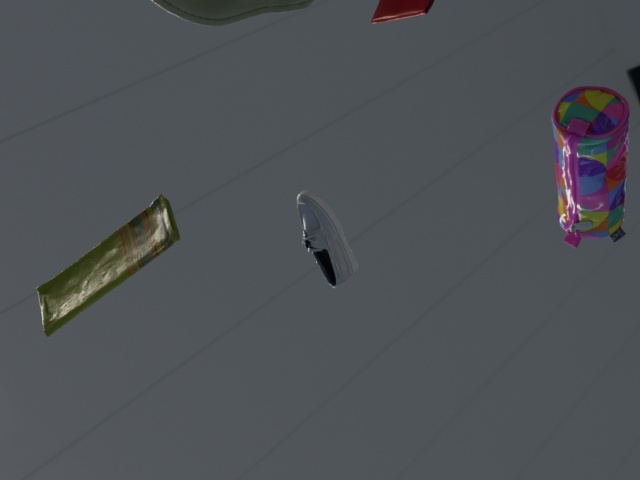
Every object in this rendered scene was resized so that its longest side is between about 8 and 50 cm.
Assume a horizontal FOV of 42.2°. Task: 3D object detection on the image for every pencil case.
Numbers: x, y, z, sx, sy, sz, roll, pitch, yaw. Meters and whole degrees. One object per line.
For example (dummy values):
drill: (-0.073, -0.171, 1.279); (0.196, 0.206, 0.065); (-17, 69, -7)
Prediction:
pencil case: (0.364, -0.095, 1.116); (0.104, 0.104, 0.236); (-61, -32, -29)

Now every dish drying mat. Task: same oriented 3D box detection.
dish drying mat: (0.083, -0.233, 0.822); (0.008, 0.083, 0.032); (27, -100, -33)

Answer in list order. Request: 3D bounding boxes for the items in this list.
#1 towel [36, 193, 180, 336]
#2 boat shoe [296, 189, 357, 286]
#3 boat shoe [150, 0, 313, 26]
towel: (-0.302, 0.033, 1.169); (0.237, 0.102, 0.021); (-36, -49, 6)
boat shoe: (0.000, 0.000, 1.460); (0.063, 0.066, 0.184); (-43, -58, -33)
boat shoe: (-0.147, -0.376, 1.162); (0.340, 0.113, 0.127); (-24, -56, -45)
